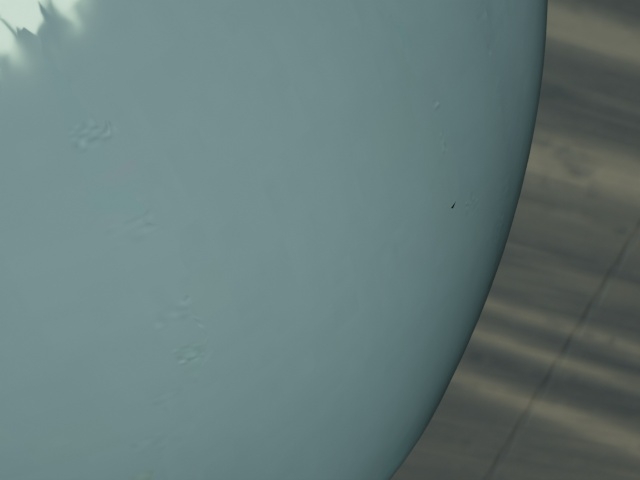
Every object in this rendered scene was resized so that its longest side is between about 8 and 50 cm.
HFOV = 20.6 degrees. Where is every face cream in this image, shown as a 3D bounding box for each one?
[{"bbox_3d":[-0.097,-0.061,0.437,0.312,0.219,0.357,-24,134,-5],"label":"face cream"}]
